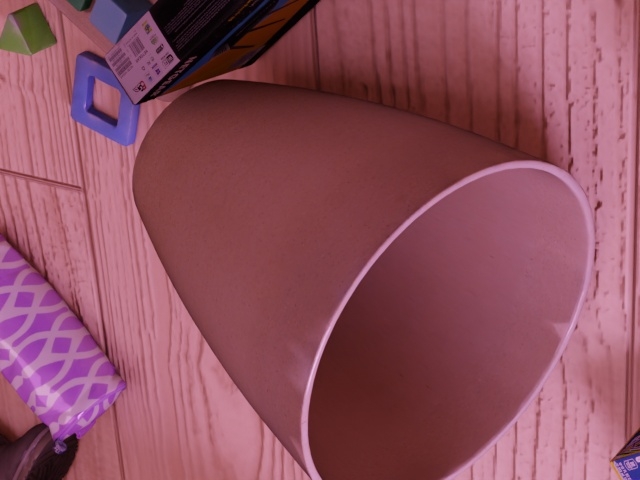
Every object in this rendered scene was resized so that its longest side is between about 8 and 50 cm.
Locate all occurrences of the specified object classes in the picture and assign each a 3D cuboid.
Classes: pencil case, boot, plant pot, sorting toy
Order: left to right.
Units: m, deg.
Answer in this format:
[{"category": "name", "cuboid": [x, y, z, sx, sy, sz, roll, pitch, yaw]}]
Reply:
[{"category": "boot", "cuboid": [-0.340, 0.178, 1.550, 0.208, 0.076, 0.189, 45, 130, 18]}, {"category": "pencil case", "cuboid": [-0.259, 0.084, 1.428, 0.206, 0.086, 0.088, 52, 160, 5]}, {"category": "sorting toy", "cuboid": [-0.157, -0.221, 1.210, 0.196, 0.047, 0.347, 40, 130, 13]}, {"category": "plant pot", "cuboid": [0.000, 0.000, 1.101, 0.274, 0.256, 0.256, 36, 132, 37]}]

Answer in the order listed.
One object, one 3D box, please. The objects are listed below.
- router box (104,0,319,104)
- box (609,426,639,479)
[{"category": "router box", "cuboid": [-0.048, -0.169, 1.096, 0.179, 0.133, 0.046, -37, 83, 43]}, {"category": "box", "cuboid": [0.273, 0.203, 1.106, 0.059, 0.054, 0.169, -28, 95, 43]}]
